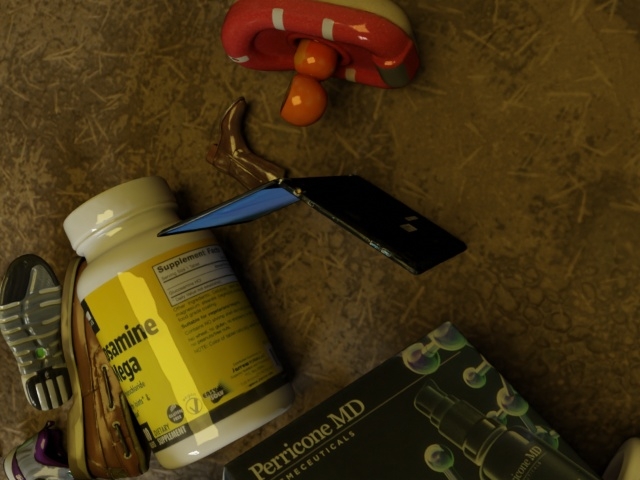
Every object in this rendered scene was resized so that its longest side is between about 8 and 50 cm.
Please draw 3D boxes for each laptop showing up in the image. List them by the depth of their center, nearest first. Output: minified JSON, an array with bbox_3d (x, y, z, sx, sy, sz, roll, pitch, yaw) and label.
[{"bbox_3d":[0.000,0.000,0.947,0.264,0.234,0.136,34,107,15],"label":"laptop"}]

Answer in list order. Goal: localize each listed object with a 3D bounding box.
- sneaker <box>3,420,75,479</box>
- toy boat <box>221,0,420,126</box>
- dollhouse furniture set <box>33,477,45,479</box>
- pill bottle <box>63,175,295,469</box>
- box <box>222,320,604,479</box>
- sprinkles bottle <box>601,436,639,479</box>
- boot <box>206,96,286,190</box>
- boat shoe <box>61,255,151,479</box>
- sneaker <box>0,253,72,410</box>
[{"bbox_3d":[-0.360,0.370,1.202,0.098,0.083,0.223,-43,80,12],"label":"sneaker"},{"bbox_3d":[-0.009,-0.203,0.966,0.231,0.151,0.151,16,81,20],"label":"toy boat"},{"bbox_3d":[-0.282,0.517,1.026,0.257,0.362,0.393,-1,93,18],"label":"dollhouse furniture set"},{"bbox_3d":[-0.185,0.097,1.051,0.188,0.188,0.333,-30,83,21],"label":"pill bottle"},{"bbox_3d":[0.132,0.332,0.820,0.395,0.294,0.212,47,151,27],"label":"box"},{"bbox_3d":[0.459,0.334,0.851,0.356,0.121,0.121,26,103,13],"label":"sprinkles bottle"},{"bbox_3d":[-0.082,-0.113,1.073,0.114,0.037,0.106,36,119,18],"label":"boot"},{"bbox_3d":[-0.284,0.172,1.149,0.105,0.111,0.307,-3,93,6],"label":"boat shoe"},{"bbox_3d":[-0.406,0.113,1.163,0.132,0.086,0.228,32,128,55],"label":"sneaker"}]
